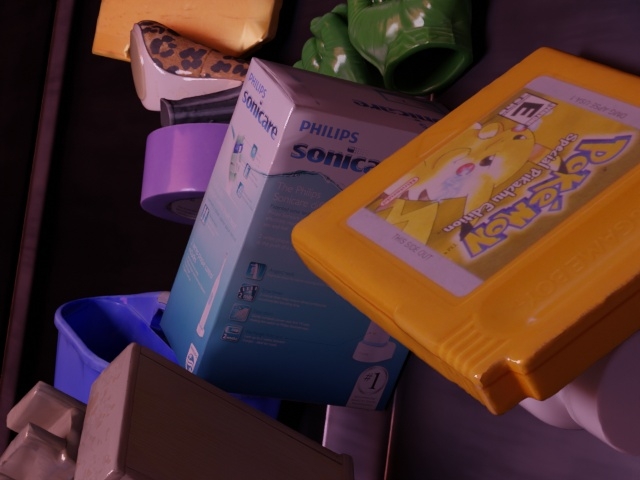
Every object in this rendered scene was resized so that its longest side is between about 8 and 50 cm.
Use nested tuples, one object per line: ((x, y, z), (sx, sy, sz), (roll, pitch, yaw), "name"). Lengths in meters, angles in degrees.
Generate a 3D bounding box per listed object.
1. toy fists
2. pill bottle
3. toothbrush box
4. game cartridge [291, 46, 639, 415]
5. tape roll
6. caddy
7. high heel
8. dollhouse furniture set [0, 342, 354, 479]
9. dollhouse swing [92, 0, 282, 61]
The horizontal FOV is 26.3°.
((0.056, -0.201, 1.401), (0.279, 0.096, 0.142), (-40, 45, 53), "toy fists")
((0.183, 0.067, 1.024), (0.229, 0.131, 0.131), (36, 113, 60), "pill bottle")
((0.000, 0.000, 1.307), (0.126, 0.216, 0.295), (54, 129, 54), "toothbrush box")
((0.156, -0.026, 1.005), (0.285, 0.052, 0.324), (-36, 27, -11), "game cartridge")
((-0.109, -0.070, 1.571), (0.189, 0.189, 0.080), (-17, 67, 60), "tape roll")
((-0.177, 0.150, 1.574), (0.341, 0.241, 0.179), (31, 112, 61), "caddy")
((-0.126, -0.206, 1.660), (0.261, 0.186, 0.093), (-122, 30, -50), "high heel")
((-0.186, 0.316, 1.269), (0.394, 0.256, 0.362), (-45, 26, 28), "dollhouse furniture set")
((-0.127, -0.389, 1.861), (0.315, 0.305, 0.347), (15, 95, 21), "dollhouse swing")
